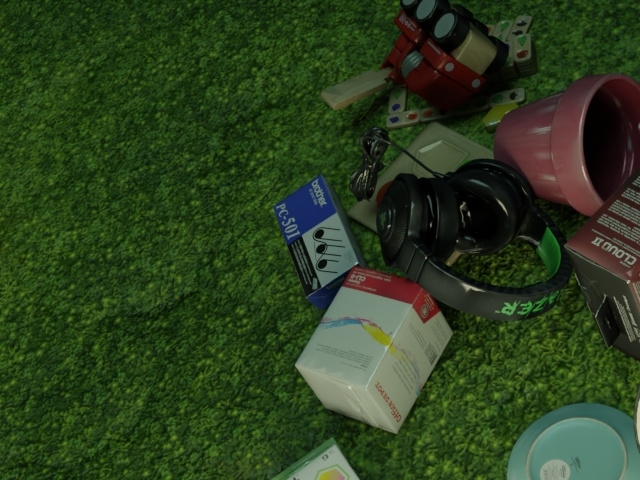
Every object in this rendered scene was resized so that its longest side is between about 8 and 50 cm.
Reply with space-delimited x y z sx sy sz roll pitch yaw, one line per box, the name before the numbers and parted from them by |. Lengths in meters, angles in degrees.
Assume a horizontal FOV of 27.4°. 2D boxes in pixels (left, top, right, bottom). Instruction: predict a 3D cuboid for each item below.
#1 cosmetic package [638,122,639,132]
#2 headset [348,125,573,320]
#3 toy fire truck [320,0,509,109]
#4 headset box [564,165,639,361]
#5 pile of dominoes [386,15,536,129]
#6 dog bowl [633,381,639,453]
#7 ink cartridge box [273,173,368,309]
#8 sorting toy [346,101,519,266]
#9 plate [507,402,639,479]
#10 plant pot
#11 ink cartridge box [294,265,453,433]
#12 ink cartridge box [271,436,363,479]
cosmetic package | 0.548 -0.170 1.802 0.151 0.151 0.183 9 57 33
headset | 0.172 -0.018 1.832 0.243 0.185 0.394 -12 48 -35
toy fire truck | 0.142 -0.276 2.101 0.246 0.158 0.217 -54 33 16
headset box | 0.445 0.011 1.662 0.293 0.218 0.110 -44 47 -12
pile of dominoes | 0.227 -0.287 2.145 0.251 0.040 0.196 -10 50 20
dog bowl | 0.540 0.139 1.406 0.408 0.408 0.150 -13 34 18
ink cartridge box | 0.000 0.000 2.016 0.097 0.046 0.207 -34 45 12
sorting toy | 0.208 -0.111 2.009 0.307 0.041 0.229 -47 48 -13
plate | 0.322 0.282 1.642 0.188 0.024 0.188 -14 50 17
plant pot | 0.354 -0.131 1.859 0.180 0.201 0.201 0 53 46
ink cartridge box | 0.075 0.150 1.806 0.127 0.128 0.176 14 61 35
ink cartridge box | 0.009 0.345 1.728 0.109 0.062 0.209 -36 45 -2
